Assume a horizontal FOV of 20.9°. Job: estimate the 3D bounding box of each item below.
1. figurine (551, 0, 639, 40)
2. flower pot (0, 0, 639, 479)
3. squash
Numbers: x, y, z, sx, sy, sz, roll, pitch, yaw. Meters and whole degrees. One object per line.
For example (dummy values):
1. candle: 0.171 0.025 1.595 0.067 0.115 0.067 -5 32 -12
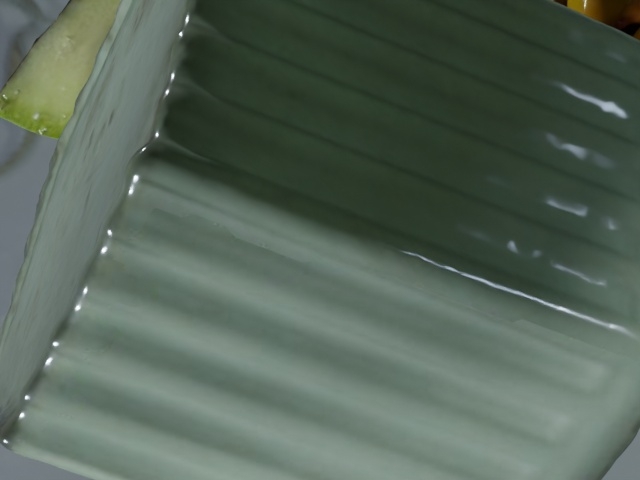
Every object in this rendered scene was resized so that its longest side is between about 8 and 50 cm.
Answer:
1. figurine: 0.186 -0.080 0.935 0.387 0.401 0.268 35 95 30
2. flower pot: 0.000 0.000 0.633 0.189 0.239 0.209 21 89 -16
3. squash: -0.113 -0.134 1.086 0.085 0.184 0.192 39 94 -4
